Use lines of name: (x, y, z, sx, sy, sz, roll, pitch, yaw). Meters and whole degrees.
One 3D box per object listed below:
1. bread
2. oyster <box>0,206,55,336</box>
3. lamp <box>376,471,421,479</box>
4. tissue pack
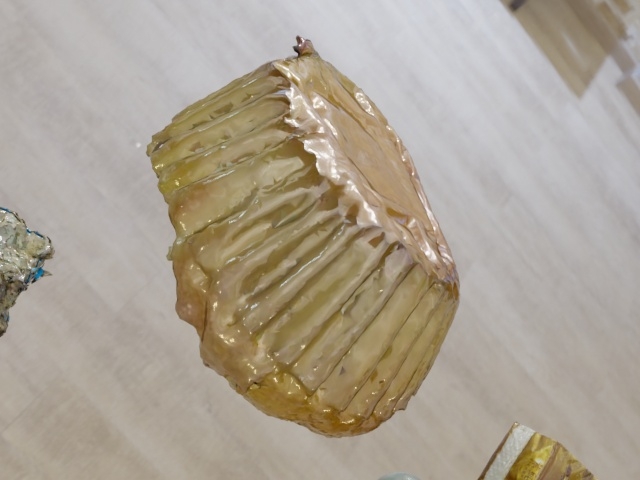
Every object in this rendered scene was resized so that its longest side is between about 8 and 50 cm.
bread: (0.000, 0.000, 0.657, 0.274, 0.149, 0.274, 42, 28, -28)
oyster: (-0.376, 0.038, 0.904, 0.259, 0.092, 0.198, -8, 78, -58)
lamp: (0.113, 0.386, 1.335, 0.105, 0.105, 0.105, 21, 53, -32)
tissue pack: (0.221, 0.342, 1.045, 0.183, 0.092, 0.226, 43, 75, -35)
